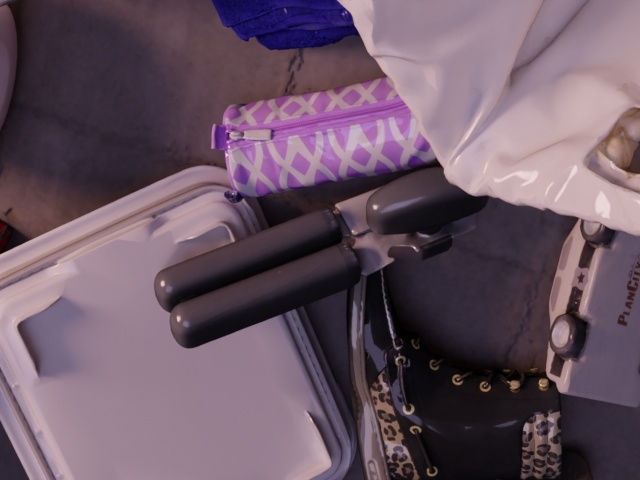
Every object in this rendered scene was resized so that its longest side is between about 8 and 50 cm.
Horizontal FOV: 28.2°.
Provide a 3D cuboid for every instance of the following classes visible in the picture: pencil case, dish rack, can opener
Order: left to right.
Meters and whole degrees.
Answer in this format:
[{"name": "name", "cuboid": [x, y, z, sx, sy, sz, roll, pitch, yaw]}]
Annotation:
[{"name": "dish rack", "cuboid": [-0.128, 0.129, 1.103, 0.285, 0.072, 0.333, -26, 104, -13]}, {"name": "can opener", "cuboid": [0.000, 0.000, 1.040, 0.280, 0.074, 0.093, -23, 147, -8]}, {"name": "pencil case", "cuboid": [0.015, -0.092, 1.054, 0.206, 0.088, 0.086, -11, 66, 12]}]

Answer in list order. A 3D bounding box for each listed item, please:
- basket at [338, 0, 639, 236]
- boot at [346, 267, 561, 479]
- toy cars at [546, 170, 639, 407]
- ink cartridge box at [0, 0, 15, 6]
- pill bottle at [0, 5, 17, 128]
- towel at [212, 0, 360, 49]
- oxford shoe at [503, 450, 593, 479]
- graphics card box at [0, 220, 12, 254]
[{"name": "basket", "cuboid": [0.178, -0.202, 0.651, 0.266, 0.328, 0.331, -48, 123, -19]}, {"name": "boot", "cuboid": [0.115, 0.113, 1.119, 0.178, 0.085, 0.236, -6, 100, 3]}, {"name": "toy cars", "cuboid": [0.196, -0.055, 1.029, 0.176, 0.087, 0.394, -28, 107, -18]}, {"name": "ink cartridge box", "cuboid": [-0.209, -0.273, 0.985, 0.127, 0.176, 0.128, -25, 103, 19]}, {"name": "pill bottle", "cuboid": [-0.432, -0.166, 1.068, 0.323, 0.181, 0.181, 18, 112, 4]}, {"name": "towel", "cuboid": [-0.011, -0.245, 0.909, 0.076, 0.308, 0.228, -27, 108, -25]}, {"name": "oxford shoe", "cuboid": [0.185, 0.278, 1.179, 0.076, 0.076, 0.212, 25, 113, -32]}, {"name": "graphics card box", "cuboid": [-0.424, 0.156, 1.158, 0.094, 0.233, 0.371, 28, 114, -4]}]
